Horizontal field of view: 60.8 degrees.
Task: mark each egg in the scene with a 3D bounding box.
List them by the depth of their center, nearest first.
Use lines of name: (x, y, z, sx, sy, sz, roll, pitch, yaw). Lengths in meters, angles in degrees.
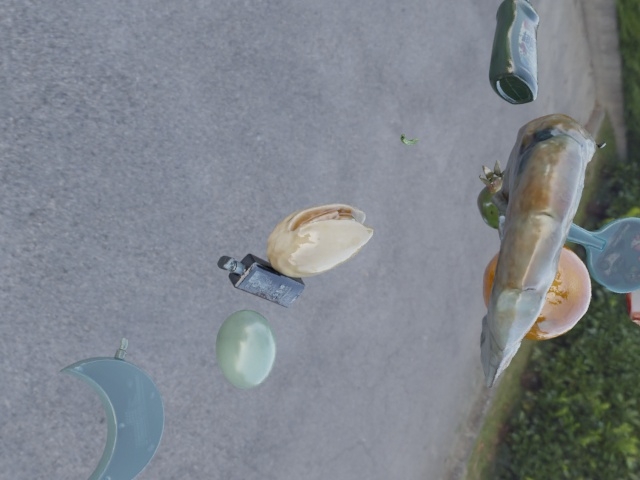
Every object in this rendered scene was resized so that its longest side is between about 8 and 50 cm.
egg: (-0.182, 0.266, 1.342, 0.149, 0.149, 0.193, 16, 64, -57)

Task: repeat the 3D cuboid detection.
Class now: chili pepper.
chili pepper: (0.231, -0.264, 1.438, 0.083, 0.030, 0.017, 6, 64, -58)

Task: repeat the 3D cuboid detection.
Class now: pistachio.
pistachio: (0.000, 0.000, 1.562, 0.317, 0.194, 0.214, -13, 143, -16)

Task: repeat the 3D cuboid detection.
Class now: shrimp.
shrimp: (0.194, 0.012, 0.524, 0.360, 0.085, 0.247, 9, 96, -72)

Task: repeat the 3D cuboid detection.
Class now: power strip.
power strip: (-0.359, 0.300, 0.950, 0.167, 0.054, 0.254, -1, 79, -40)

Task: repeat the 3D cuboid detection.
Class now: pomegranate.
pomegranate: (0.575, -0.143, 1.729, 0.224, 0.181, 0.181, 54, 56, -26)

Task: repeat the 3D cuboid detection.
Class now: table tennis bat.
table tennis bat: (0.458, 0.011, 0.876, 0.033, 0.201, 0.124, -106, -142, -76)

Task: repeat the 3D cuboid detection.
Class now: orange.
orange: (0.543, 0.121, 1.386, 0.261, 0.261, 0.261, -28, 126, -48)

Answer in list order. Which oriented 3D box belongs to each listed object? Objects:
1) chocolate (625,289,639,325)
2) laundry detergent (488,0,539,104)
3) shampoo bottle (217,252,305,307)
chocolate: (0.688, 0.122, 0.941, 0.234, 0.237, 0.108, 28, 67, -33)
laundry detergent: (0.379, -0.384, 1.049, 0.144, 0.078, 0.222, 25, 68, -44)
shampoo bottle: (-0.175, 0.108, 1.572, 0.098, 0.071, 0.309, -45, 138, 13)
